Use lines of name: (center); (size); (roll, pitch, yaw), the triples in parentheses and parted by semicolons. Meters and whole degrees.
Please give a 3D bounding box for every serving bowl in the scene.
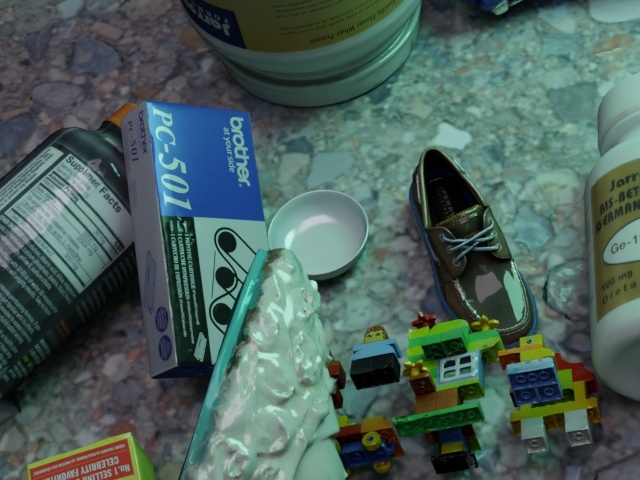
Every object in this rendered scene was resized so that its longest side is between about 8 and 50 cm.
serving bowl: (0.000, 0.000, 1.073); (0.083, 0.027, 0.083); (-6, 54, 8)

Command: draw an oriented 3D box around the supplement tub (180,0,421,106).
supplement tub: (-0.028, -0.284, 1.096); (0.228, 0.316, 0.228); (-6, 55, 8)

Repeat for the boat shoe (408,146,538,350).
boat shoe: (0.111, 0.004, 1.021); (0.066, 0.066, 0.183); (-24, 54, -5)

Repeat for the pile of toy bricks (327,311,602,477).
pile of toy bricks: (0.084, 0.093, 0.945); (0.212, 0.118, 0.105); (-12, 36, 16)

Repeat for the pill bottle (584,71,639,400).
pill bottle: (0.259, -0.008, 0.959); (0.131, 0.131, 0.229); (-2, 55, 11)

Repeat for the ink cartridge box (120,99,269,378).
ink cartridge box: (-0.091, -0.001, 1.011); (0.097, 0.046, 0.207); (2, 71, -37)

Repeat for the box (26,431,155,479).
box: (-0.141, 0.254, 0.909); (0.087, 0.058, 0.232); (-17, 54, 0)

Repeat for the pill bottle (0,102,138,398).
pill bottle: (-0.212, -0.001, 1.057); (0.130, 0.130, 0.245); (34, 68, 29)

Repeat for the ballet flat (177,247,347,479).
ballet flat: (-0.055, 0.208, 0.820); (0.147, 0.147, 0.409); (13, 67, 20)

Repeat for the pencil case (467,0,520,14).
pencil case: (0.252, -0.287, 1.160); (0.306, 0.119, 0.133); (-11, 96, 4)
